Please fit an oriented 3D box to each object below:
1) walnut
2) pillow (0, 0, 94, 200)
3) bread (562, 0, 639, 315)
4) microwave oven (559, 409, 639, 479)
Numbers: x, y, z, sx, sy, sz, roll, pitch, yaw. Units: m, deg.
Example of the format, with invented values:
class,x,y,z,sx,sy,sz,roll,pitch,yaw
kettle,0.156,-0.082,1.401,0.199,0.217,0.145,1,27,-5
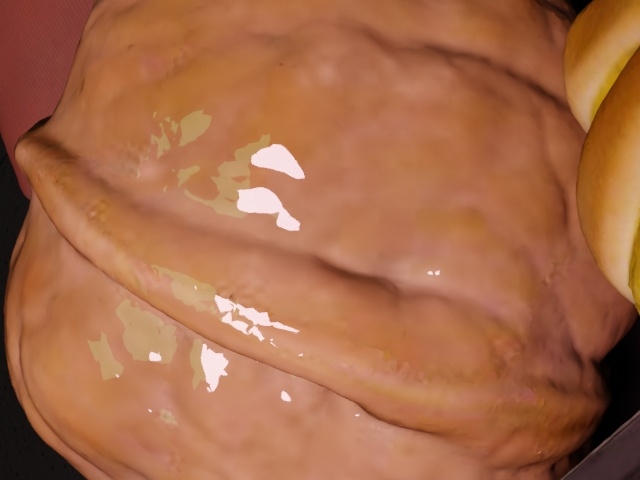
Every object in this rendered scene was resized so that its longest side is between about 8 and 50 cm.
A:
class,x,y,z,sx,sy,sz,roll,pitch,yaw
walnut,0.000,0.000,0.754,0.285,0.285,0.296,28,102,37
pillow,-0.141,-0.132,1.001,0.179,0.075,0.171,-45,63,32
bread,0.227,-0.050,0.564,0.333,0.160,0.333,-16,54,22
microwave oven,0.161,0.231,0.626,0.237,0.181,0.295,-49,41,32
